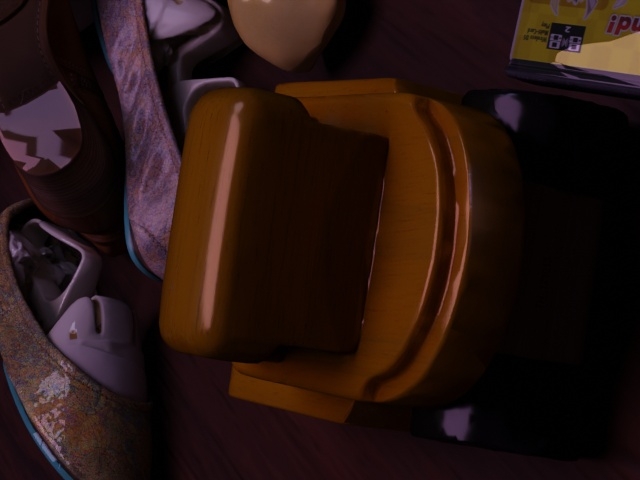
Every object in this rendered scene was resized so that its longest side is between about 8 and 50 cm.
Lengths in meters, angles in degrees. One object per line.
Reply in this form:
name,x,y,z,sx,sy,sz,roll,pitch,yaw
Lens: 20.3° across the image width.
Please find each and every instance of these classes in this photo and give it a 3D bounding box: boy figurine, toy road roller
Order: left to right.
boy figurine,-0.081,-0.224,1.298,0.285,0.177,0.092,37,124,25
toy road roller,0.000,0.000,1.012,0.329,0.240,0.203,5,85,58

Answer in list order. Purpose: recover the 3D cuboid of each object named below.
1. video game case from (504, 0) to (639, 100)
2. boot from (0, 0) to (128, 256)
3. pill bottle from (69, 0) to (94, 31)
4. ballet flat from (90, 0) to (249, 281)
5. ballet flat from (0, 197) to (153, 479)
video game case,0.226,-0.181,0.843,0.274,0.035,0.248,14,93,43
boot,-0.214,-0.132,1.424,0.220,0.109,0.283,66,179,-71
pill bottle,-0.294,-0.255,1.609,0.334,0.188,0.188,-12,71,56
ballet flat,-0.101,-0.118,1.367,0.106,0.107,0.316,-26,63,29
ballet flat,-0.204,0.072,1.450,0.348,0.123,0.123,51,124,51
